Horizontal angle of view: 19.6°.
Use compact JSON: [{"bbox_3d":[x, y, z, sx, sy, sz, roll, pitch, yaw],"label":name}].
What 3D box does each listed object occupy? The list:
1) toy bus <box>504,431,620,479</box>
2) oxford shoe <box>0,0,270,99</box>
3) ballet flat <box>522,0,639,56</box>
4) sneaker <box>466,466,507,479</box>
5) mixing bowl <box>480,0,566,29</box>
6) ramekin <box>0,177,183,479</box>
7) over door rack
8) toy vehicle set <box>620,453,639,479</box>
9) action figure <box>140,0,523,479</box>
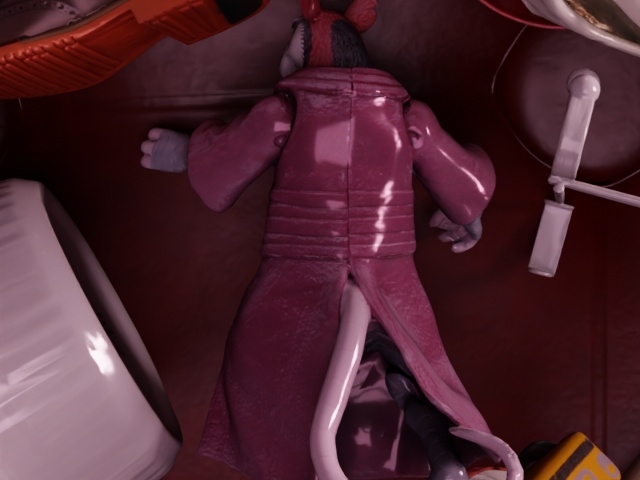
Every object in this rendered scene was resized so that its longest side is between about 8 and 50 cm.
[{"bbox_3d":[0.103,0.273,1.353,0.130,0.108,0.332,49,132,4],"label":"toy bus"},{"bbox_3d":[-0.168,-0.170,1.300,0.271,0.097,0.098,-17,77,14],"label":"oxford shoe"},{"bbox_3d":[0.308,-0.128,1.157,0.400,0.139,0.139,15,110,-3],"label":"ballet flat"},{"bbox_3d":[0.178,0.257,1.411,0.225,0.088,0.093,46,62,-12],"label":"sneaker"},{"bbox_3d":[0.162,-0.240,1.243,0.181,0.098,0.181,1,109,2],"label":"mixing bowl"},{"bbox_3d":[-0.201,0.079,1.293,0.127,0.273,0.273,-29,107,-1],"label":"ramekin"},{"bbox_3d":[0.263,-0.022,1.214,0.239,0.324,0.108,17,80,8],"label":"over door rack"},{"bbox_3d":[0.354,0.162,1.417,0.166,0.035,0.267,32,108,-9],"label":"toy vehicle set"},{"bbox_3d":[0.000,0.000,1.239,0.248,0.276,0.370,-2,90,-3],"label":"action figure"}]
